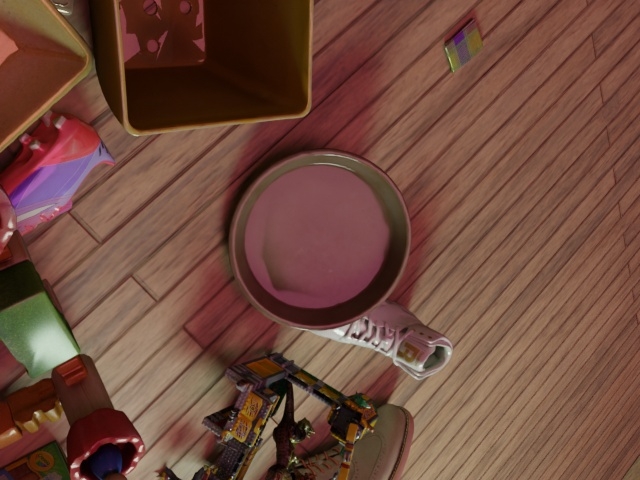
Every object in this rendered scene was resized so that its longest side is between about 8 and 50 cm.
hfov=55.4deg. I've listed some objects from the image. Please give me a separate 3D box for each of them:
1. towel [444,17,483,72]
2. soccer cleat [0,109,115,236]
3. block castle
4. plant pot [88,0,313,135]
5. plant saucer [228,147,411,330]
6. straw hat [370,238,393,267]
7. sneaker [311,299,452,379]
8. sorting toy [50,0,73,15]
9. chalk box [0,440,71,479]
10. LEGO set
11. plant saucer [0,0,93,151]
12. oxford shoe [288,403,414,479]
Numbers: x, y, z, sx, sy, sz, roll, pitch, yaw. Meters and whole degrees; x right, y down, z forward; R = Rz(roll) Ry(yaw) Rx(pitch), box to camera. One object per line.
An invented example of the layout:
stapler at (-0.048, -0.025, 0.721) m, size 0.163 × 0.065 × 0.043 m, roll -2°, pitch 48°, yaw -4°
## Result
towel at (0.246, -0.334, 1.046) m, size 0.083 × 0.009 × 0.060 m, roll -44°, pitch 131°, yaw -14°
soccer cleat at (-0.335, -0.034, 0.670) m, size 0.248 × 0.083 × 0.095 m, roll -52°, pitch 137°, yaw -12°
block castle at (-0.366, 0.139, 0.549) m, size 0.303 × 0.213 × 0.453 m, roll -26°, pitch 139°, yaw -20°
plant pot at (-0.146, -0.244, 0.651) m, size 0.212 × 0.187 × 0.212 m, roll -14°, pitch 117°, yaw -34°
plant saucer at (0.000, 0.000, 0.913) m, size 0.277 × 0.041 × 0.278 m, roll -3°, pitch 104°, yaw -12°
straw hat at (0.057, -0.020, 0.996) m, size 0.061 × 0.144 × 0.145 m, roll -30°, pitch 142°, yaw -82°
sneaker at (0.109, 0.156, 1.050) m, size 0.292 × 0.169 × 0.108 m, roll 15°, pitch 101°, yaw -40°
sorting toy at (-0.298, -0.274, 0.633) m, size 0.083 × 0.012 × 0.062 m, roll -2°, pitch 115°, yaw -42°
chalk box at (-0.362, 0.369, 0.790) m, size 0.213 × 0.132 × 0.132 m, roll -26°, pitch 124°, yaw -29°
LEGO set at (-0.080, 0.333, 0.914) m, size 0.331 × 0.255 × 0.192 m, roll -57°, pitch 161°, yaw 11°
plant saucer at (-0.434, -0.181, 0.521) m, size 0.333 × 0.081 × 0.333 m, roll -47°, pitch 131°, yaw -11°
oxford shoe at (0.028, 0.449, 1.140) m, size 0.397 × 0.140 × 0.146 m, roll -48°, pitch 112°, yaw -23°
